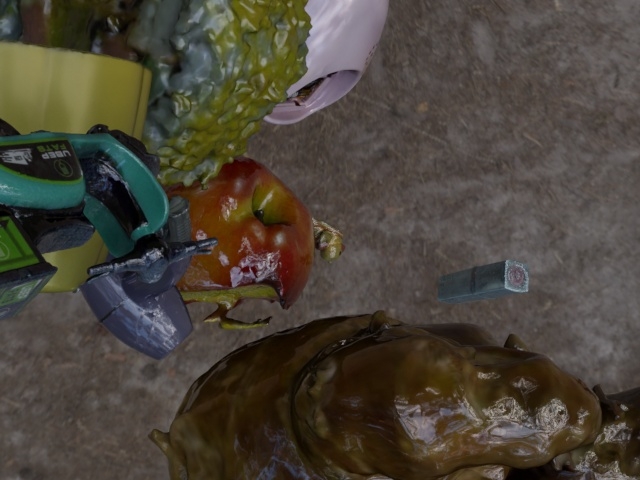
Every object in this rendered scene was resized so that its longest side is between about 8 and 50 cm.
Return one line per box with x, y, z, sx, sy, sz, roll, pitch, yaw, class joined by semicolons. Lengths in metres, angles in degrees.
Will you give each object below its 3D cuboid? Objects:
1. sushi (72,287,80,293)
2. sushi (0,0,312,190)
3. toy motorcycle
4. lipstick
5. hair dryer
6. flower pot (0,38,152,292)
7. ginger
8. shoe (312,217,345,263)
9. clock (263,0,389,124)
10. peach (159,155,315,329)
-0.552;-0.021;1.621;0.208;0.234;0.348;9;152;10;sushi
-0.211;-0.260;0.962;0.397;0.240;0.351;31;109;27;sushi
-0.130;-0.017;0.425;0.058;0.173;0.100;-40;79;27;toy motorcycle
0.387;0.106;2.023;0.077;0.290;0.076;10;75;-24;lipstick
-0.248;0.002;1.098;0.301;0.121;0.361;50;145;-6;hair dryer
-0.233;-0.057;0.639;0.195;0.195;0.179;5;96;-3;flower pot
0.095;0.135;0.533;0.357;0.152;0.274;22;138;-29;ginger
-0.003;-0.001;1.749;0.072;0.069;0.109;3;152;43;shoe
-0.028;-0.407;1.605;0.377;0.368;0.250;-43;76;31;clock
-0.193;-0.003;1.606;0.335;0.310;0.406;14;161;-35;peach
